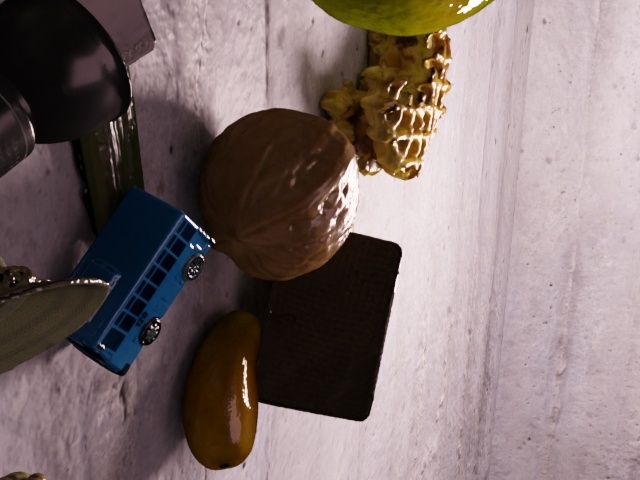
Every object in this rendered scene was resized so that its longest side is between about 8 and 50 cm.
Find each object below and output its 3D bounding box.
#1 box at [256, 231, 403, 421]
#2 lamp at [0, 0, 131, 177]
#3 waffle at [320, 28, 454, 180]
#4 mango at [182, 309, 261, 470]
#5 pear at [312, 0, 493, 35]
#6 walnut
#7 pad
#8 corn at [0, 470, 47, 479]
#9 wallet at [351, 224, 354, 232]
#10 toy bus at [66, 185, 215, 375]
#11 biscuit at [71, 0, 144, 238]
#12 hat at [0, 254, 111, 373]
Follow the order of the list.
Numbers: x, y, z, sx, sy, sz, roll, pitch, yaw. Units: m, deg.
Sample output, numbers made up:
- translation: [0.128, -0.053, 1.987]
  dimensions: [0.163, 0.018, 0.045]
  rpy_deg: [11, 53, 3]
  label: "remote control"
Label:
- translation: [0.006, 0.116, 1.523]
  dimensions: [0.143, 0.184, 0.273]
  rpy_deg: [-150, -109, -86]
  label: "box"
- translation: [-0.291, -0.095, 0.860]
  dimensions: [0.227, 0.147, 0.172]
  rpy_deg: [-48, 169, -33]
  label: "lamp"
- translation: [0.127, -0.254, 1.740]
  dimensions: [0.324, 0.151, 0.261]
  rpy_deg: [-61, 148, -35]
  label: "waffle"
- translation: [-0.131, 0.203, 1.395]
  dimensions: [0.136, 0.099, 0.227]
  rpy_deg: [51, 44, -60]
  label: "mango"
- translation: [0.115, -0.455, 1.378]
  dimensions: [0.391, 0.391, 0.391]
  rpy_deg: [11, 90, -67]
  label: "pear"
- translation: [-0.056, -0.059, 1.320]
  dimensions: [0.228, 0.228, 0.228]
  rpy_deg: [11, 90, -67]
  label: "walnut"
- translation: [-0.238, -0.202, 1.002]
  dimensions: [0.157, 0.003, 0.112]
  rpy_deg: [-41, 134, -26]
  label: "pad"
- translation: [-0.356, 0.334, 0.908]
  dimensions: [0.335, 0.126, 0.127]
  rpy_deg: [-34, 131, -55]
  label: "corn"
- translation: [0.000, 0.000, 1.664]
  dimensions: [0.141, 0.067, 0.241]
  rpy_deg: [12, 84, -62]
  label: "wallet"
- translation: [-0.210, 0.043, 1.098]
  dimensions: [0.185, 0.090, 0.106]
  rpy_deg: [-58, 154, -11]
  label: "toy bus"
- translation: [-0.231, -0.142, 1.085]
  dimensions: [0.099, 0.038, 0.322]
  rpy_deg: [-51, 144, -54]
  label: "biscuit"
- translation: [-0.314, 0.050, 0.856]
  dimensions: [0.110, 0.252, 0.252]
  rpy_deg: [62, 22, 9]
  label: "hat"
